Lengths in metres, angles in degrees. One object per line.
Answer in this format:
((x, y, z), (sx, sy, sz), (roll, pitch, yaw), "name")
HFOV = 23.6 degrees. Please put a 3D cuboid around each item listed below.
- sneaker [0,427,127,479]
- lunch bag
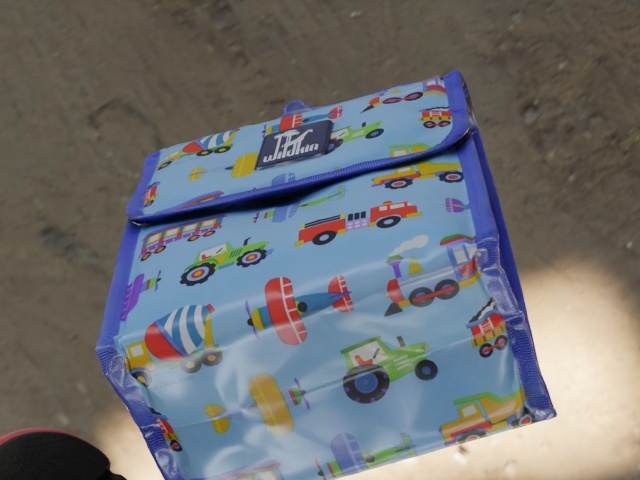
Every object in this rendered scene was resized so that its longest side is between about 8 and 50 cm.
((-0.118, 0.250, 0.902), (0.136, 0.116, 0.314), (-27, 100, 44), "sneaker")
((0.000, 0.000, 0.934), (0.221, 0.293, 0.138), (-17, 123, 8), "lunch bag")
